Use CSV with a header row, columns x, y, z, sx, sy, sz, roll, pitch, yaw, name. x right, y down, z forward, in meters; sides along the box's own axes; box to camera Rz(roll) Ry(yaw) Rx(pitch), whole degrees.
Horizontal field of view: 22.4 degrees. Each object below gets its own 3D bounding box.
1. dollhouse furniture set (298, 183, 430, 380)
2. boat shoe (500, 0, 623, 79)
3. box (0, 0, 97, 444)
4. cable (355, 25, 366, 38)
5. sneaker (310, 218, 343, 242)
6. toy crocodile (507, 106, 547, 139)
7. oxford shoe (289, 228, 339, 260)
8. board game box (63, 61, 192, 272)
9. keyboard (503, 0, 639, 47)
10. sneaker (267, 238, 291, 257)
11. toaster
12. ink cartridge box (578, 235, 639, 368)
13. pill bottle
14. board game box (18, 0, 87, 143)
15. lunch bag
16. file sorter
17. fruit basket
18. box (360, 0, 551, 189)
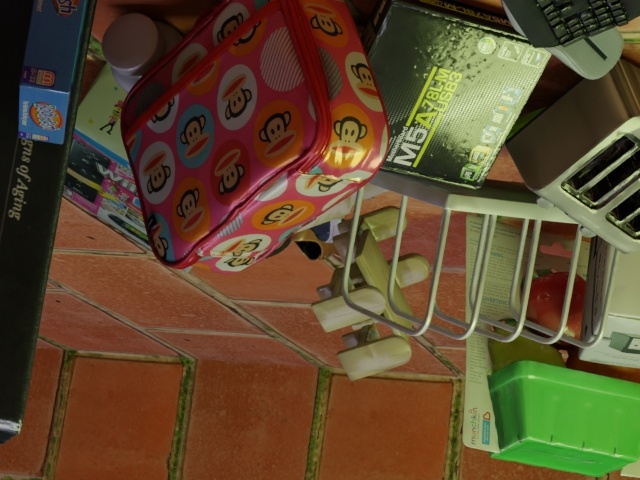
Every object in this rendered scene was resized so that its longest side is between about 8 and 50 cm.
x,y,z,sx,sy,sz,roll,pitch,yaw,name
0.079,0.010,2.034,0.161,0.212,0.242,-19,113,20,dollhouse furniture set
0.201,-0.218,1.483,0.076,0.083,0.226,41,179,37,boat shoe
-0.499,-0.071,1.605,0.471,0.480,0.297,11,167,-13,box
0.026,-0.160,1.779,0.257,0.089,0.257,11,165,-15,cable
-0.047,-0.059,2.192,0.163,0.086,0.226,-3,156,-3,sneaker
0.365,-0.081,1.889,0.340,0.105,0.115,16,163,-30,toy crocodile
0.000,0.000,2.460,0.076,0.076,0.212,-2,165,27,oxford shoe
-0.216,-0.084,2.039,0.224,0.097,0.303,32,161,-4,board game box
0.231,-0.245,1.289,0.201,0.033,0.317,-27,159,12,keyboard
-0.138,-0.036,2.346,0.108,0.100,0.271,-14,155,43,sneaker
0.321,-0.092,1.726,0.168,0.110,0.185,31,121,-35,toaster
0.420,0.036,2.114,0.121,0.211,0.289,8,165,5,ink cartridge box
-0.176,-0.188,1.778,0.087,0.087,0.160,2,165,19,pill bottle
-0.236,-0.211,1.470,0.047,0.210,0.160,9,167,-9,board game box
-0.076,-0.130,1.629,0.120,0.258,0.293,8,146,-42,lunch bag
0.187,0.021,1.884,0.277,0.173,0.193,6,-171,-33,file sorter
0.344,0.157,2.332,0.327,0.353,0.165,12,148,-21,fruit basket
0.115,-0.152,1.644,0.184,0.045,0.191,12,124,-23,box
